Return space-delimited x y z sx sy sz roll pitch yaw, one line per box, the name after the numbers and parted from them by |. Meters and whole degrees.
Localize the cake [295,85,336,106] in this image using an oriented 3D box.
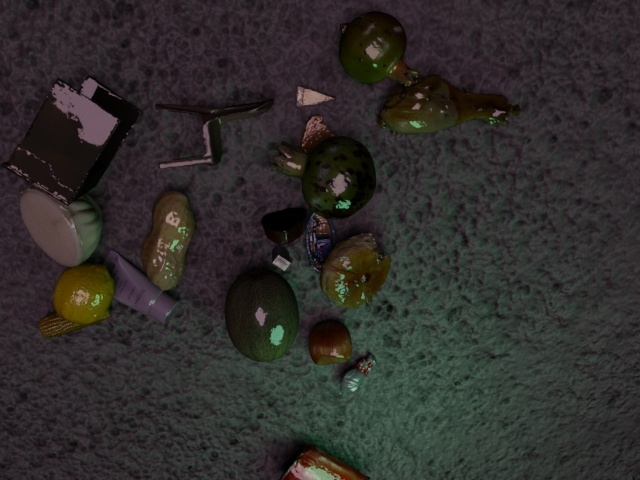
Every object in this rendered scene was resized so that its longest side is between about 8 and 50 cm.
-0.014 -0.432 1.615 0.121 0.052 0.065 -7 107 -2 | cake

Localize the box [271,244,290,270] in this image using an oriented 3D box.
-0.127 0.053 1.736 0.050 0.117 0.036 34 100 -17 | box

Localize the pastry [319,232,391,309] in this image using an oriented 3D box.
0.113 0.106 1.736 0.236 0.121 0.257 -45 135 -5 | pastry

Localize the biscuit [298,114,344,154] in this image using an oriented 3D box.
0.000 -0.262 1.683 0.162 0.035 0.250 -7 110 -2 | biscuit

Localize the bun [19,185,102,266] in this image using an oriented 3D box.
-0.744 -0.070 1.626 0.263 0.175 0.263 19 128 26 | bun

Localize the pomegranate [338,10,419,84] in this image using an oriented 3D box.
0.162 -0.521 1.505 0.198 0.246 0.198 -31 149 -21 | pomegranate

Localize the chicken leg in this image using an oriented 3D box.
0.390 -0.393 1.628 0.428 0.153 0.201 -1 125 -13 | chicken leg

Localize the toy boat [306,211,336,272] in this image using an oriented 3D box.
0.000 0.000 1.740 0.100 0.097 0.223 -8 110 -5 | toy boat

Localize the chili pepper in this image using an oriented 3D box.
-0.002 0.888 2.003 0.305 0.229 0.251 40 140 -3 | chili pepper

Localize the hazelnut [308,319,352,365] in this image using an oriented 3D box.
0.032 0.349 1.843 0.150 0.150 0.150 -1 109 -4 | hazelnut

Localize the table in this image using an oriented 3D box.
-0.674 -0.287 1.505 0.196 0.251 0.282 34 103 -14 | table

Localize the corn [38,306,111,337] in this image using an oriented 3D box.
-0.798 0.255 1.772 0.231 0.080 0.080 -17 109 -4 | corn

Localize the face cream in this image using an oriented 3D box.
-0.594 0.161 1.757 0.273 0.096 0.154 32 107 -1 | face cream

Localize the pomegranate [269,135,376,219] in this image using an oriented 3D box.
0.022 -0.211 1.587 0.306 0.242 0.242 45 100 0 | pomegranate

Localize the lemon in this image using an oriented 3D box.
-0.726 0.162 1.672 0.180 0.181 0.193 4 114 -6 | lemon

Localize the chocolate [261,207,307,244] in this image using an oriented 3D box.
-0.104 -0.035 1.716 0.148 0.125 0.080 -14 126 -4 | chocolate

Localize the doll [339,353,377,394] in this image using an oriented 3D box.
0.129 0.480 1.930 0.180 0.079 0.094 -45 131 -3 | doll

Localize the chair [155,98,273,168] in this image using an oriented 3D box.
-0.294 -0.310 1.572 0.326 0.175 0.183 -2 100 2 | chair

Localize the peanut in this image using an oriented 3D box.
-0.471 -0.001 1.681 0.149 0.149 0.313 16 107 -10 | peanut

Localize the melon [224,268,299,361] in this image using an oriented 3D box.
-0.184 0.244 1.732 0.237 0.237 0.302 -5 112 -3 | melon
